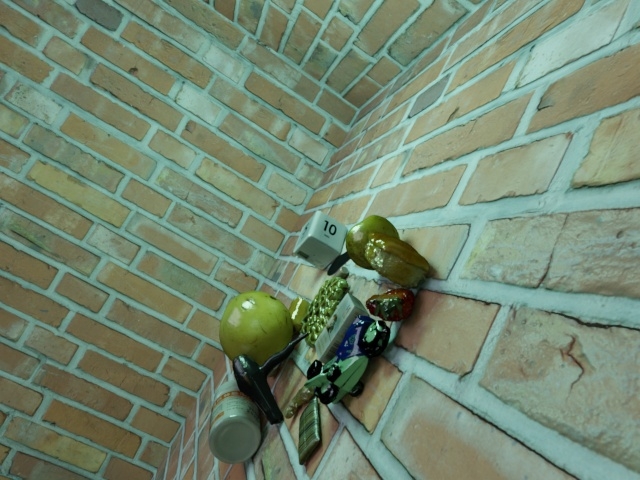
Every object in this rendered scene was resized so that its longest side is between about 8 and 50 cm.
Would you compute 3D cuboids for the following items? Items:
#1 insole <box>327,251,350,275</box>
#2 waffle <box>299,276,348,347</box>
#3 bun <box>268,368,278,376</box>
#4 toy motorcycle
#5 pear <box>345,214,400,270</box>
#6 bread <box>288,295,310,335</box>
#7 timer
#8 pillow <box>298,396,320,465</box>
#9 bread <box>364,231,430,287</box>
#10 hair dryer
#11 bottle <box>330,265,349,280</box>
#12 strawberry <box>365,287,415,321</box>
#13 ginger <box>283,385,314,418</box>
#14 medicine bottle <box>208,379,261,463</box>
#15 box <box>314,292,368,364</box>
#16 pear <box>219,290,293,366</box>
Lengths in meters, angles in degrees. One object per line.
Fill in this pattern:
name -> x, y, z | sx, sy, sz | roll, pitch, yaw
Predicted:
insole -> 0.109, 0.087, 2.061 | 0.322, 0.007, 0.109 | -44, 22, 49
waffle -> 0.011, 0.291, 1.815 | 0.317, 0.073, 0.297 | -65, 13, -15
bun -> -0.229, 0.612, 2.062 | 0.086, 0.055, 0.086 | -43, 11, 11
toy motorcycle -> 0.091, 0.347, 1.305 | 0.331, 0.125, 0.196 | -51, 13, 19
pear -> 0.189, 0.018, 1.528 | 0.197, 0.197, 0.197 | -55, 13, 20
bread -> -0.123, 0.370, 2.127 | 0.134, 0.085, 0.173 | -47, 17, 45
timer -> 0.000, 0.000, 2.252 | 0.194, 0.192, 0.195 | -46, 18, 46
pillow -> -0.037, 0.597, 1.387 | 0.113, 0.038, 0.203 | -56, 12, 13
bread -> 0.223, 0.054, 1.323 | 0.121, 0.174, 0.245 | -55, 9, 10
hair dryer -> -0.159, 0.508, 1.727 | 0.359, 0.304, 0.120 | -42, -26, -2
bottle -> 0.083, 0.157, 1.917 | 0.096, 0.045, 0.045 | -51, 15, 40
strawberry -> 0.200, 0.190, 1.251 | 0.140, 0.085, 0.192 | -17, 0, -32
ginger -> -0.072, 0.573, 1.568 | 0.173, 0.051, 0.069 | -59, 6, 25
medicine bottle -> -0.372, 0.769, 1.890 | 0.211, 0.211, 0.371 | -59, 13, -1
box -> 0.071, 0.316, 1.549 | 0.233, 0.067, 0.149 | -58, 13, 5
pear -> -0.287, 0.402, 1.959 | 0.348, 0.348, 0.348 | -55, 13, 20
